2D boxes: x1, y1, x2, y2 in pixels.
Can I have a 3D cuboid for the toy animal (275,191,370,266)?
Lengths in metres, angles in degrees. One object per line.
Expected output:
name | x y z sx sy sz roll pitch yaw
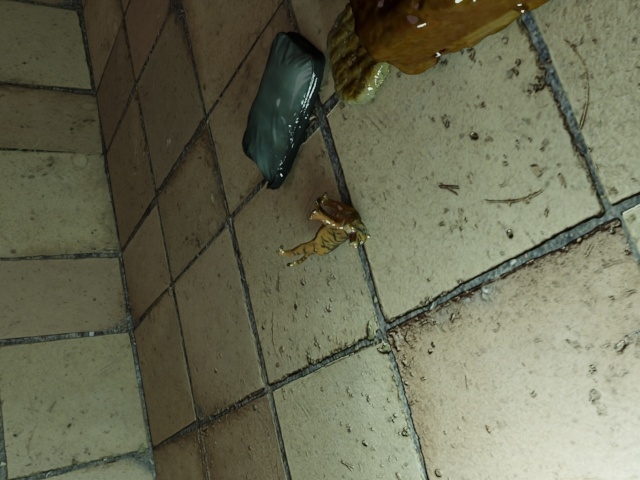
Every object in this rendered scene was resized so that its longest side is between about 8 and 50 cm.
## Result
toy animal | 0.004 -0.006 1.243 0.116 0.114 0.255 39 144 -6

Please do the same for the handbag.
handbag | -0.093 -0.291 1.381 0.192 0.074 0.332 49 127 38

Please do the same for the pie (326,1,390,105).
pie | 0.073 -0.353 1.148 0.195 0.046 0.195 7 98 57

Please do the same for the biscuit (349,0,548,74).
biscuit | 0.175 -0.482 0.886 0.342 0.166 0.395 -18 78 57
